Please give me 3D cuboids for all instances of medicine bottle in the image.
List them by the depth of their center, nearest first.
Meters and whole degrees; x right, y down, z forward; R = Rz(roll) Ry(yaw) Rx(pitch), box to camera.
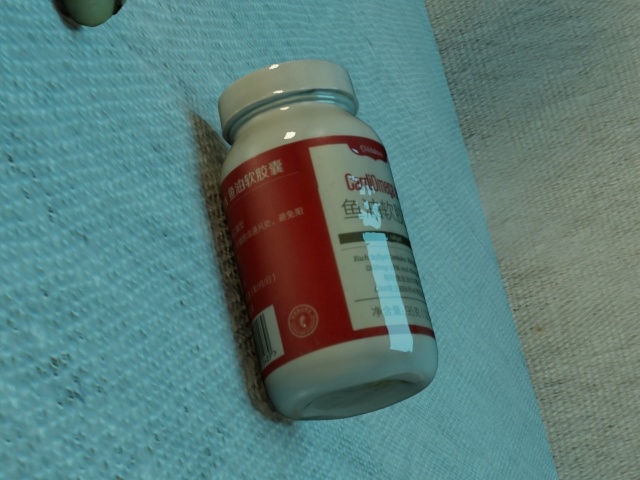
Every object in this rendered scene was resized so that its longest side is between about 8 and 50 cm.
[{"bbox_3d":[0.000,0.000,1.135,0.131,0.131,0.250,40,34,-67],"label":"medicine bottle"}]

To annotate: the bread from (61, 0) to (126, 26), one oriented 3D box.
[{"bbox_3d":[-0.162,-0.239,0.955,0.073,0.053,0.214,-11,84,-74],"label":"bread"}]
